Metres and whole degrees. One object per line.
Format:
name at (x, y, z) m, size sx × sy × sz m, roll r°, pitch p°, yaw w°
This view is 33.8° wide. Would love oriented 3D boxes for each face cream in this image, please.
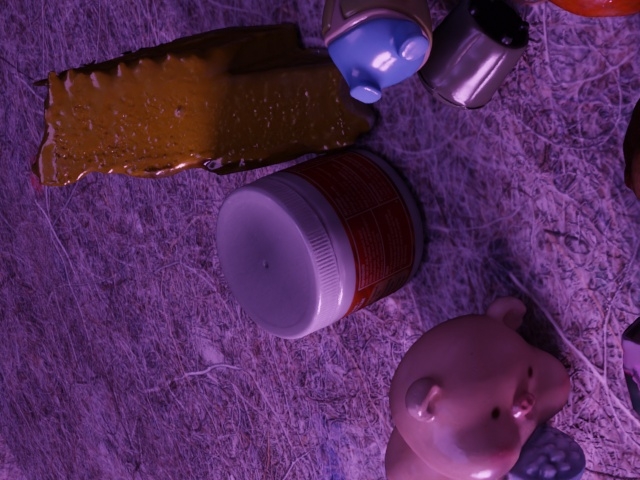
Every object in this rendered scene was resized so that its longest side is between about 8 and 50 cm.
face cream at (0.000, 0.000, 1.321) m, size 0.201 × 0.187 × 0.201 m, roll 26°, pitch 128°, yaw 40°

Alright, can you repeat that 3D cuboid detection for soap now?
soap at (-0.155, -0.156, 1.304) m, size 0.304 × 0.339 × 0.169 m, roll 13°, pitch 120°, yaw 48°

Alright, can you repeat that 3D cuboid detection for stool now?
stool at (0.160, -0.199, 1.104) m, size 0.096 × 0.096 × 0.110 m, roll 55°, pitch 137°, yaw 15°

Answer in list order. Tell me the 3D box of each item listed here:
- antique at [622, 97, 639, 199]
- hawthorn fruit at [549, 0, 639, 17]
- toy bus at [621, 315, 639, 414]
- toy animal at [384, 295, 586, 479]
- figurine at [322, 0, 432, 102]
antique at (0.362, -0.030, 0.931) m, size 0.257 × 0.121 × 0.143 m, roll 52°, pitch 167°, yaw 14°
hawthorn fruit at (0.243, -0.284, 0.900) m, size 0.189 × 0.189 × 0.189 m, roll 26°, pitch 127°, yaw 40°
toy bus at (0.416, 0.157, 0.987) m, size 0.274 × 0.090 × 0.112 m, roll 26°, pitch 136°, yaw 42°
toy animal at (0.171, 0.204, 1.224) m, size 0.229 × 0.210 × 0.221 m, roll 51°, pitch 145°, yaw -8°
figurine at (0.080, -0.279, 1.064) m, size 0.180 × 0.154 × 0.262 m, roll 117°, pitch 159°, yaw -61°
